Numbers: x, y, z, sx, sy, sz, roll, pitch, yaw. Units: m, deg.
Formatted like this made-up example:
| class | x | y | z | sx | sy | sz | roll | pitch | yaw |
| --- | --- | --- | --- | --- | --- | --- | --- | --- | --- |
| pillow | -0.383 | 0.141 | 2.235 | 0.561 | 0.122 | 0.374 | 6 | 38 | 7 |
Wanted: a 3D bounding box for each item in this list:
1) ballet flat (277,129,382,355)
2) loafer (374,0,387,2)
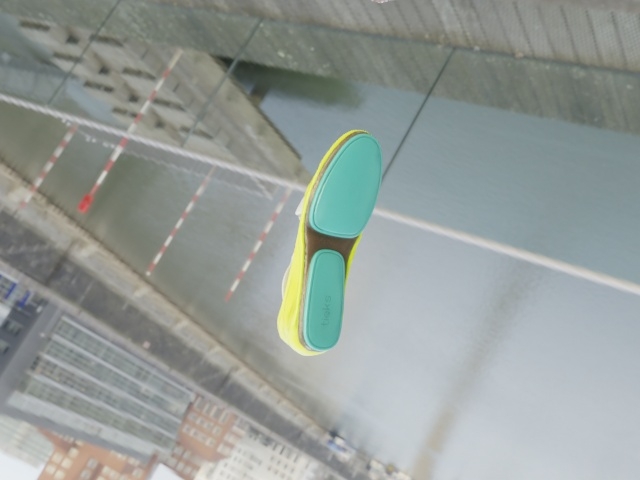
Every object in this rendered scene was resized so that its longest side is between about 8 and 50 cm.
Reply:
| class | x | y | z | sx | sy | sz | roll | pitch | yaw |
| --- | --- | --- | --- | --- | --- | --- | --- | --- | --- |
| ballet flat | 0.000 | 0.000 | 0.845 | 0.077 | 0.231 | 0.077 | 15 | 176 | -30 |
| loafer | -0.039 | -0.252 | 0.460 | 0.366 | 0.134 | 0.130 | 49 | 177 | 21 |
